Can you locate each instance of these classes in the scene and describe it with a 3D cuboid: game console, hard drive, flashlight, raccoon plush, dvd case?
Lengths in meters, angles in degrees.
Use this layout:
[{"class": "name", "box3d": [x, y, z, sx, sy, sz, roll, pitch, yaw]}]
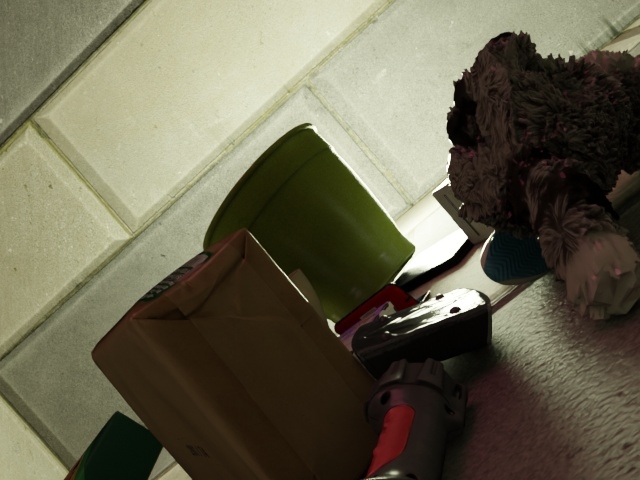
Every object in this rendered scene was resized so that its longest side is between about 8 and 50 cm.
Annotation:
[{"class": "game console", "box3d": [0.110, 0.123, 1.309, 0.144, 0.124, 0.085, -40, 29, 23]}, {"class": "hard drive", "box3d": [0.126, 0.113, 0.912, 0.172, 0.054, 0.255, -21, -2, 3]}, {"class": "flashlight", "box3d": [0.054, 0.194, 0.626, 0.103, 0.103, 0.304, -43, 3, 21]}, {"class": "raccoon plush", "box3d": [0.337, -0.070, 0.864, 0.299, 0.446, 0.216, -1, -40, -13]}, {"class": "dvd case", "box3d": [0.241, 0.038, 1.525, 0.180, 0.022, 0.253, -44, 4, -39]}]

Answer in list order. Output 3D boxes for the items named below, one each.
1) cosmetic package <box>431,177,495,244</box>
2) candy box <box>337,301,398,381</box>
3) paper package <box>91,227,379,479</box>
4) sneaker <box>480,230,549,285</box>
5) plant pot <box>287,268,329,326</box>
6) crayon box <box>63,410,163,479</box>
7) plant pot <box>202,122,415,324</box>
[{"class": "cosmetic package", "box3d": [0.363, -0.133, 1.350, 0.224, 0.138, 0.225, -42, 4, -25]}, {"class": "candy box", "box3d": [0.039, 0.199, 1.132, 0.165, 0.070, 0.196, -40, 2, 33]}, {"class": "paper package", "box3d": [-0.108, 0.181, 0.902, 0.168, 0.309, 0.325, -42, 5, -28]}, {"class": "sneaker", "box3d": [0.277, 0.001, 0.989, 0.229, 0.087, 0.092, -35, -11, -41]}, {"class": "plant pot", "box3d": [-0.085, 0.215, 1.362, 0.284, 0.191, 0.284, -41, 2, 1]}, {"class": "crayon box", "box3d": [-0.410, 0.489, 1.135, 0.363, 0.106, 0.313, -51, 10, 31]}, {"class": "plant pot", "box3d": [0.000, 0.000, 1.596, 0.366, 0.353, 0.366, -48, -8, -9]}]
